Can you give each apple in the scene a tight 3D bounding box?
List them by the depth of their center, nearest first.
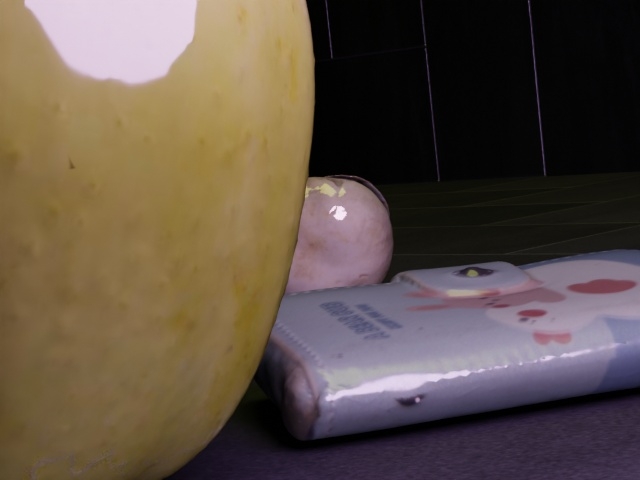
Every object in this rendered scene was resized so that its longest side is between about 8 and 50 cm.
[{"bbox_3d":[-0.217,-0.054,0.918,0.474,0.473,0.473,-6,5,0],"label":"apple"}]

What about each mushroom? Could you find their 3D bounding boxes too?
[{"bbox_3d":[0.000,0.000,1.632,0.154,0.154,0.122,-6,30,-6],"label":"mushroom"}]

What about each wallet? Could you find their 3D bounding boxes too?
[{"bbox_3d":[0.124,0.067,1.121,0.360,0.083,0.252,-7,10,-15],"label":"wallet"}]
